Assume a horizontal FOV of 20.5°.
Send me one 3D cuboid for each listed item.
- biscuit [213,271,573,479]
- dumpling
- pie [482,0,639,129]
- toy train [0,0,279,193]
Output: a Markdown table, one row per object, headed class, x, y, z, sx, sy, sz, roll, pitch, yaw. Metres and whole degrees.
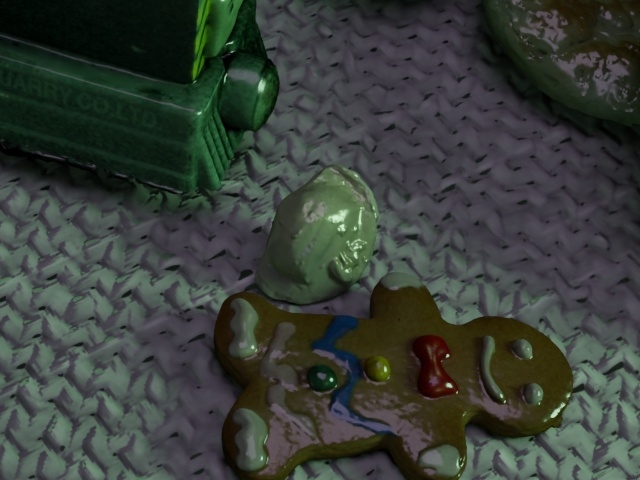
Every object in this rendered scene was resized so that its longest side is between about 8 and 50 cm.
| class | x | y | z | sx | sy | sz | roll | pitch | yaw |
| --- | --- | --- | --- | --- | --- | --- | --- | --- | --- |
| biscuit | 0.044 | 0.075 | 0.991 | 0.205 | 0.031 | 0.138 | 2 | 53 | -11 |
| dumpling | 0.000 | -0.001 | 1.034 | 0.057 | 0.052 | 0.076 | 27 | 52 | 14 |
| pie | 0.225 | -0.157 | 1.197 | 0.241 | 0.054 | 0.240 | 6 | 47 | -6 |
| toy train | -0.182 | -0.151 | 1.048 | 0.330 | 0.178 | 0.138 | 16 | 49 | 5 |
